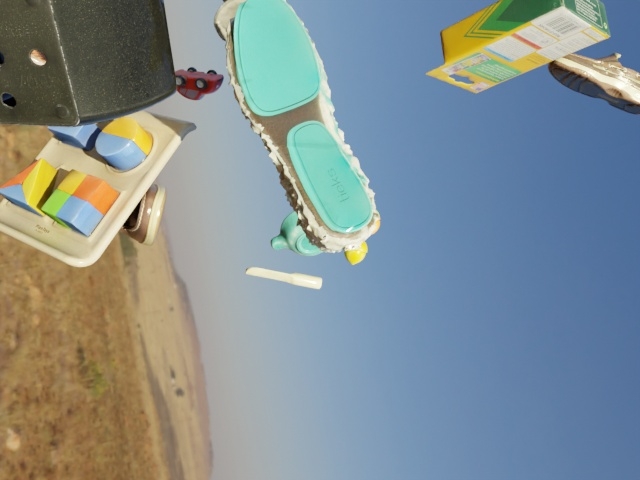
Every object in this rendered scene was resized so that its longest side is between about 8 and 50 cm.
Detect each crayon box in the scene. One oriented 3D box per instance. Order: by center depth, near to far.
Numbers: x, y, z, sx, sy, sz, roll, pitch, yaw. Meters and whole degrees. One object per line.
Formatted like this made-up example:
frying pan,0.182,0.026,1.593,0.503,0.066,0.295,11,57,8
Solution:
crayon box,0.403,-0.424,1.357,0.323,0.203,0.083,-17,-105,45

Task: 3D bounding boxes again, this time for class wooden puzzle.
wooden puzzle,-0.446,-0.139,1.202,0.322,0.348,0.080,18,-26,33

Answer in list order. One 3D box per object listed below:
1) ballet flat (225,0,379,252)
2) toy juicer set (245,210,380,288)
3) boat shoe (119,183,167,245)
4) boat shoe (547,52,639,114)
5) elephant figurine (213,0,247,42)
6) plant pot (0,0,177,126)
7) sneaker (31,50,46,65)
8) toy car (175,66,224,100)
ballet flat,-0.044,-0.162,0.961,0.147,0.147,0.409,125,-54,-72
toy juicer set,0.000,0.000,1.527,0.329,0.209,0.089,-45,-149,25
boat shoe,-0.398,-0.069,1.292,0.342,0.123,0.123,20,-84,62
boat shoe,0.632,-0.373,1.442,0.095,0.257,0.095,-178,-71,-77
elephant figurine,-0.123,-0.426,1.207,0.186,0.169,0.239,26,-58,38
plant pot,-0.264,-0.200,0.615,0.167,0.188,0.187,-77,168,-55
sneaker,-0.645,-0.357,1.357,0.121,0.302,0.108,-54,-157,22
toy car,-0.323,-0.322,1.264,0.225,0.239,0.053,-122,-151,-52
